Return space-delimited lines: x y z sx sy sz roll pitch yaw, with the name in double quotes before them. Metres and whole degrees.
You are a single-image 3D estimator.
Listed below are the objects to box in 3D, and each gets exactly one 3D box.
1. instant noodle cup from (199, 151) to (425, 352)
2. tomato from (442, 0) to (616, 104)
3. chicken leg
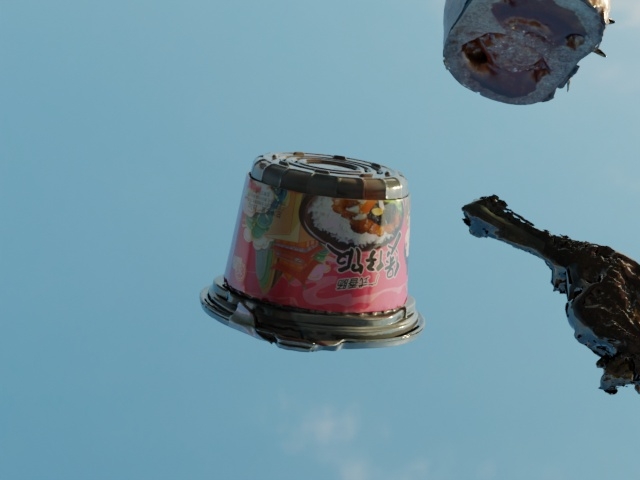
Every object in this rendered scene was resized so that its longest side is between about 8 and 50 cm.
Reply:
"instant noodle cup" 0.000 0.000 1.633 0.258 0.181 0.302 5 -168 -6
"tomato" 0.240 -0.282 1.692 0.181 0.214 0.155 19 -123 -18
"chicken leg" 0.205 0.037 1.145 0.106 0.051 0.253 -7 -144 -30
